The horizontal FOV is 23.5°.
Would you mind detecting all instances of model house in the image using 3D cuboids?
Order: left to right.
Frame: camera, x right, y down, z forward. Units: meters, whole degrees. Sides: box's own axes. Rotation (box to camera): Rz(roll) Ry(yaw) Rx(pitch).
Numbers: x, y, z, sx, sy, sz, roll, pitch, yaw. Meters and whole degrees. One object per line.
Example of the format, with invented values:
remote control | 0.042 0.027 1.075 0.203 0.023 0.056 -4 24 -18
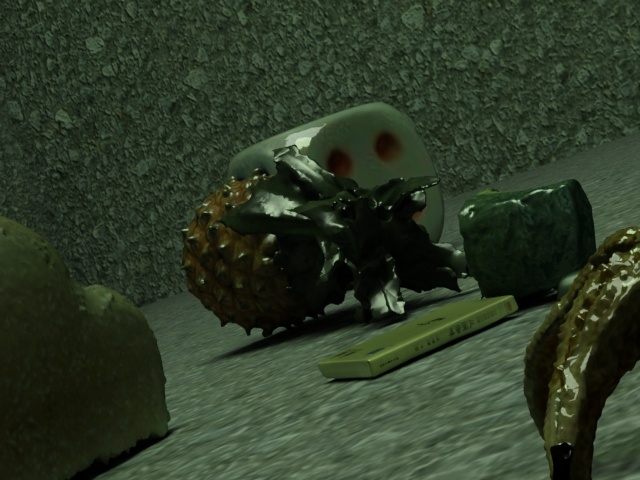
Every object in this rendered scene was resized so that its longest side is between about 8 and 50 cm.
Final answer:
model house | 0.141 0.001 0.988 0.083 0.078 0.066 -12 14 37

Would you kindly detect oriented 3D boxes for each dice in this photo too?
dice | 0.017 -0.045 1.795 0.192 0.193 0.194 -23 4 -32

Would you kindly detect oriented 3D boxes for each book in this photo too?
book | 0.061 0.062 0.970 0.111 0.014 0.077 -22 4 -24

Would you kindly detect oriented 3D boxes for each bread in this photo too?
bread | -0.216 0.083 0.913 0.102 0.183 0.337 -10 7 29

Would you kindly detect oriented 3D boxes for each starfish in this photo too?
starfish | 0.125 0.030 0.443 0.146 0.074 0.190 -15 3 -6

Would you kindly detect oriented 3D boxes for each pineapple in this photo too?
pineapple | -0.001 -0.004 1.330 0.166 0.165 0.364 -21 3 -25

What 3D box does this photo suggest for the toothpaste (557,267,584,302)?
toothpaste | 0.208 0.007 0.652 0.239 0.039 0.062 -16 -3 40
